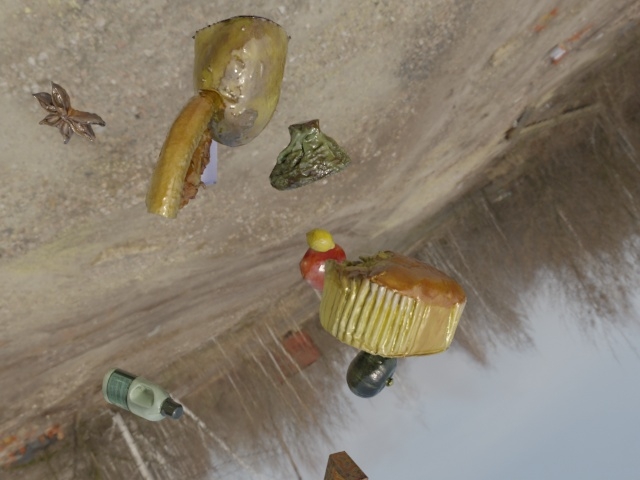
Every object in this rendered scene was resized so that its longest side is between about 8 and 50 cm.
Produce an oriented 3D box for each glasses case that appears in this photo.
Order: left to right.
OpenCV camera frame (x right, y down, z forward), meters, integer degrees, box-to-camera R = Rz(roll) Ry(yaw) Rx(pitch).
[{"bbox_3d":[0.022,0.483,0.919,0.049,0.218,0.075,2,-164,-34],"label":"glasses case"}]

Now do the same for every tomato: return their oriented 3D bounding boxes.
[{"bbox_3d":[0.024,0.073,1.537,0.155,0.155,0.069,-27,-158,-32],"label":"tomato"}]

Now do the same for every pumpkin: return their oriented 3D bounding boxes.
[{"bbox_3d":[0.148,0.369,1.511,0.167,0.125,0.167,-23,139,-22],"label":"pumpkin"}]

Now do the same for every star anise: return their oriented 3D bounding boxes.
[{"bbox_3d":[-0.767,-0.376,1.604,0.172,0.208,0.063,-32,-148,31],"label":"star anise"}]

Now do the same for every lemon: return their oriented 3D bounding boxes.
[{"bbox_3d":[0.000,0.000,1.382,0.062,0.083,0.062,-61,-171,17],"label":"lemon"}]

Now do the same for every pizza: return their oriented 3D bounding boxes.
[{"bbox_3d":[-0.250,-0.166,1.020,0.365,0.074,0.182,-81,180,-46],"label":"pizza"}]

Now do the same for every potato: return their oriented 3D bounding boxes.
[{"bbox_3d":[-0.189,-0.347,1.222,0.229,0.266,0.229,2,-178,0],"label":"potato"}]

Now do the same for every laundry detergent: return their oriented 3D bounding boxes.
[{"bbox_3d":[-0.431,0.385,1.303,0.225,0.099,0.070,12,-166,27],"label":"laundry detergent"}]

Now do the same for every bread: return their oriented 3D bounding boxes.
[{"bbox_3d":[0.121,0.095,0.862,0.250,0.179,0.133,8,106,-37],"label":"bread"}]

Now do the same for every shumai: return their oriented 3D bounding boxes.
[{"bbox_3d":[-0.025,-0.129,0.779,0.124,0.087,0.099,-22,-165,-2],"label":"shumai"}]

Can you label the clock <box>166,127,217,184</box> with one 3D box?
[{"bbox_3d":[-0.378,-0.250,1.561,0.073,0.193,0.145,-11,115,-37],"label":"clock"}]
